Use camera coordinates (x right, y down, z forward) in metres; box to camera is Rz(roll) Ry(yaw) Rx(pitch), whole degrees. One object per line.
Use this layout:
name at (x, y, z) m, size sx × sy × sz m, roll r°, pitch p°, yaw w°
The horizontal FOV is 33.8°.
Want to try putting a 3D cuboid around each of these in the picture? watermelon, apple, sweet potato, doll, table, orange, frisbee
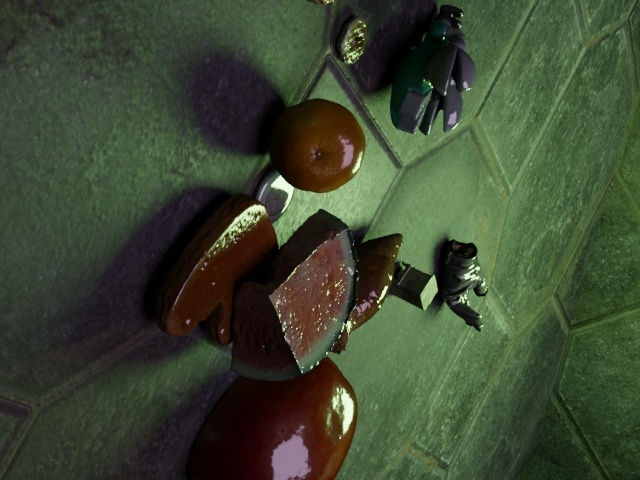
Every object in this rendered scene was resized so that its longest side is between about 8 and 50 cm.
watermelon at (-0.032, 0.091, 1.741) m, size 0.318 × 0.148 × 0.226 m, roll -62°, pitch 149°, yaw -13°
apple at (-0.087, 0.381, 2.013) m, size 0.365 × 0.295 × 0.329 m, roll -49°, pitch -173°, yaw -28°
sweet potato at (0.084, 0.078, 2.059) m, size 0.337 × 0.131 × 0.131 m, roll -44°, pitch 146°, yaw -37°
doll at (0.222, -0.317, 1.958) m, size 0.195 × 0.153 × 0.258 m, roll 1°, pitch 107°, yaw -77°
table at (0.209, 0.101, 2.362) m, size 0.062 × 0.083 × 0.079 m, roll -54°, pitch 152°, yaw -20°
orange at (-0.005, -0.153, 1.682) m, size 0.134 × 0.155 × 0.154 m, roll -93°, pitch -166°, yaw -67°
frisbee at (-0.077, -0.074, 1.759) m, size 0.110 × 0.014 × 0.110 m, roll -43°, pitch 147°, yaw -38°

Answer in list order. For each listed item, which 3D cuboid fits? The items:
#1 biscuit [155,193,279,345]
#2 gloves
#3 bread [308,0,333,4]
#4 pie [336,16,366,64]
biscuit at (-0.160, 0.069, 1.679) m, size 0.262 × 0.052 × 0.277 m, roll -56°, pitch 154°, yaw -22°
gloves at (0.364, 0.109, 2.631) m, size 0.142 × 0.119 × 0.285 m, roll -36°, pitch 129°, yaw -27°
bread at (-0.048, -0.445, 1.333) m, size 0.167 × 0.163 × 0.264 m, roll -59°, pitch 153°, yaw -11°
pie at (0.055, -0.338, 1.777) m, size 0.084 × 0.020 × 0.084 m, roll -44°, pitch 147°, yaw -38°
